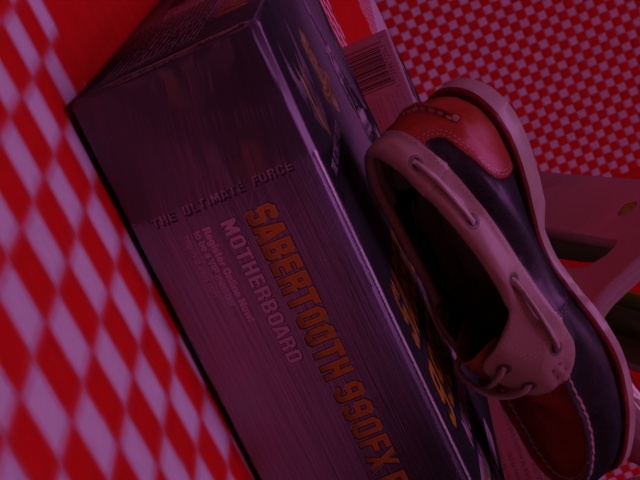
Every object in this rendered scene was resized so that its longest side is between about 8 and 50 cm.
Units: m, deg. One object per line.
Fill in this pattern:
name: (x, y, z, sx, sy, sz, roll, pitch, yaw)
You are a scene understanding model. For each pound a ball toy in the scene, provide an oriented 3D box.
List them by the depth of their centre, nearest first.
pound a ball toy: (0.177, 0.083, 0.831, 0.208, 0.136, 0.319, 51, -8, -14)

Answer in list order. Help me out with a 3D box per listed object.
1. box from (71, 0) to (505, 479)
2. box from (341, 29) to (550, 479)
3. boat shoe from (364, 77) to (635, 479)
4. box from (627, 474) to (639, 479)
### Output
box: (0.000, 0.000, 0.498, 0.231, 0.056, 0.183, -86, 152, -74)
box: (0.055, 0.020, 0.778, 0.063, 0.067, 0.324, 58, 11, -48)
boat shoe: (0.053, 0.020, 0.437, 0.043, 0.049, 0.137, -40, 116, -36)
box: (0.341, 0.298, 1.056, 0.177, 0.290, 0.279, -100, 166, -58)
